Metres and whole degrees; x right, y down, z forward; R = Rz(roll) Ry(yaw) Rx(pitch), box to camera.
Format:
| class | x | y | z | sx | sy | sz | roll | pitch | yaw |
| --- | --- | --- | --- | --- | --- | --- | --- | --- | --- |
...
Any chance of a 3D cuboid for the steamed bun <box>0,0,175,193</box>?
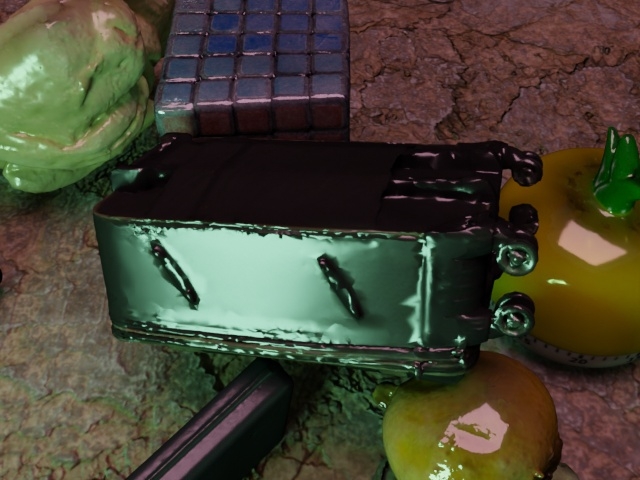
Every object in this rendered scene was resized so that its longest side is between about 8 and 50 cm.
| class | x | y | z | sx | sy | sz | roll | pitch | yaw |
| --- | --- | --- | --- | --- | --- | --- | --- | --- | --- |
| steamed bun | -0.327 | -0.224 | 1.109 | 0.230 | 0.324 | 0.372 | 49 | 36 | -17 |

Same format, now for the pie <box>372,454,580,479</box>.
| class | x | y | z | sx | sy | sz | roll | pitch | yaw |
| --- | --- | --- | --- | --- | --- | --- | --- | --- | --- |
| pie | 0.165 | 0.286 | 0.844 | 0.240 | 0.054 | 0.241 | 0 | 48 | 0 |

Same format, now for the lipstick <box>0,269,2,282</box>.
| class | x | y | z | sx | sy | sz | roll | pitch | yaw |
| --- | --- | --- | --- | --- | --- | --- | --- | --- | --- |
| lipstick | -0.464 | 0.135 | 0.934 | 0.081 | 0.081 | 0.300 | 12 | 50 | 9 |

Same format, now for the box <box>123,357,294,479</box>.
| class | x | y | z | sx | sy | sz | roll | pitch | yaw |
| --- | --- | --- | --- | --- | --- | --- | --- | --- | --- |
| box | -0.120 | 0.226 | 0.815 | 0.050 | 0.160 | 0.230 | 38 | 58 | 19 |

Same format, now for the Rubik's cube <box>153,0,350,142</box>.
| class | x | y | z | sx | sy | sz | roll | pitch | yaw |
| --- | --- | --- | --- | --- | --- | --- | --- | --- | --- |
| Rubik's cube | -0.078 | -0.167 | 1.093 | 0.237 | 0.238 | 0.237 | -1 | 48 | -1 |

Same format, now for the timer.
| class | x | y | z | sx | sy | sz | roll | pitch | yaw |
| --- | --- | --- | --- | --- | --- | --- | --- | --- | --- |
| timer | 0.321 | -0.011 | 0.953 | 0.285 | 0.285 | 0.285 | 1 | 50 | -1 |

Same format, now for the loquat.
| class | x | y | z | sx | sy | sz | roll | pitch | yaw |
| --- | --- | --- | --- | --- | --- | --- | --- | --- | --- |
| loquat | 0.137 | 0.187 | 0.800 | 0.204 | 0.149 | 0.172 | 16 | 54 | 32 |

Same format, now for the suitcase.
| class | x | y | z | sx | sy | sz | roll | pitch | yaw |
| --- | --- | --- | --- | --- | --- | --- | --- | --- | --- |
| suitcase | 0.000 | 0.000 | 0.845 | 0.433 | 0.194 | 0.283 | 5 | 25 | 14 |
